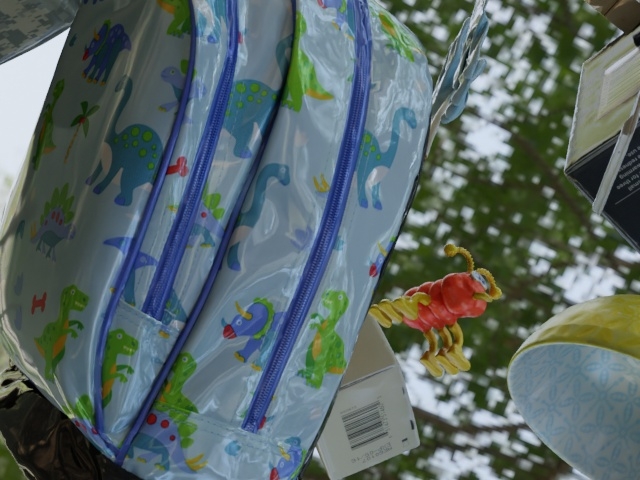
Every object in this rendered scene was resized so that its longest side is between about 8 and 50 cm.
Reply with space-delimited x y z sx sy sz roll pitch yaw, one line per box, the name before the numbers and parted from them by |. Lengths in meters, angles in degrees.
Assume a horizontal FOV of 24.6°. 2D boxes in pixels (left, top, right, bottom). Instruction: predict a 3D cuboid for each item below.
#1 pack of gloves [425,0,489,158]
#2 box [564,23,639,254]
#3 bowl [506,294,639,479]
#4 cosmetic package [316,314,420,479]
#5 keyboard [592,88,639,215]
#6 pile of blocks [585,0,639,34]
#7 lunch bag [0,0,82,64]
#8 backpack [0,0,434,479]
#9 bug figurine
pack of gloves | 0.163 -0.181 1.602 0.195 0.046 0.232 119 -8 -56
box | 0.512 -0.073 1.798 0.212 0.395 0.293 -36 -162 31
bowl | 0.359 0.145 1.540 0.156 0.289 0.289 -53 -166 -28
cosmetic package | -0.004 0.095 1.651 0.160 0.113 0.309 74 -9 -46
keyboard | 0.308 -0.095 1.502 0.256 0.014 0.072 79 36 -74
pile of blocks | 0.319 -0.424 1.902 0.112 0.149 0.362 -49 -112 22
lunch bag | -0.347 -0.292 1.180 0.213 0.305 0.256 -22 -109 11
backpack | -0.073 -0.010 0.906 0.355 0.273 0.290 -54 -156 -2
bug figurine | 0.000 0.000 1.154 0.216 0.279 0.072 -17 -144 44
